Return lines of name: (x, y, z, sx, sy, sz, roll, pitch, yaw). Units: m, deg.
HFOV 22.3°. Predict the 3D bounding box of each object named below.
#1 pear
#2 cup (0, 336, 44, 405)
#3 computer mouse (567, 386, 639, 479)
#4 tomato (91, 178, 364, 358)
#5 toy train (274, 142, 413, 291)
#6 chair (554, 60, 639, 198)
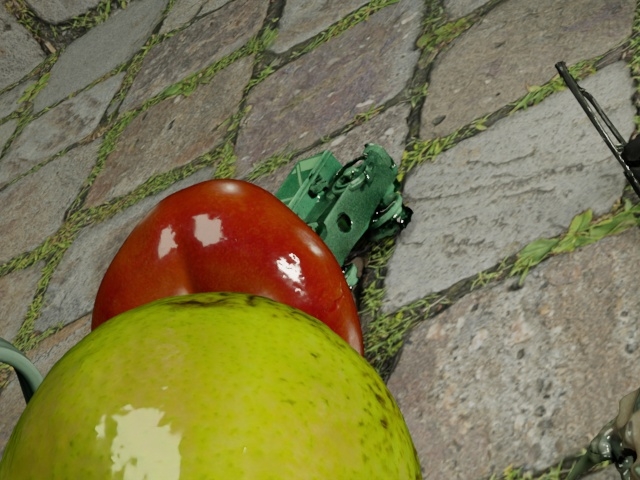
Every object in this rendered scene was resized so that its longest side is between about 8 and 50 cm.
pear: (-0.093, 0.238, 1.301, 0.391, 0.391, 0.391, -31, 26, 16)
cup: (-0.418, 0.303, 1.582, 0.401, 0.392, 0.310, -32, 26, 15)
computer mouse: (0.334, 0.132, 1.202, 0.389, 0.115, 0.199, -40, 30, 44)
tomato: (-0.092, 0.082, 1.667, 0.299, 0.298, 0.226, -28, 9, 21)
toy train: (0.000, 0.000, 1.886, 0.154, 0.115, 0.269, -23, 28, 48)
chair: (0.352, -0.104, 1.597, 0.140, 0.221, 0.145, -32, -17, 16)
